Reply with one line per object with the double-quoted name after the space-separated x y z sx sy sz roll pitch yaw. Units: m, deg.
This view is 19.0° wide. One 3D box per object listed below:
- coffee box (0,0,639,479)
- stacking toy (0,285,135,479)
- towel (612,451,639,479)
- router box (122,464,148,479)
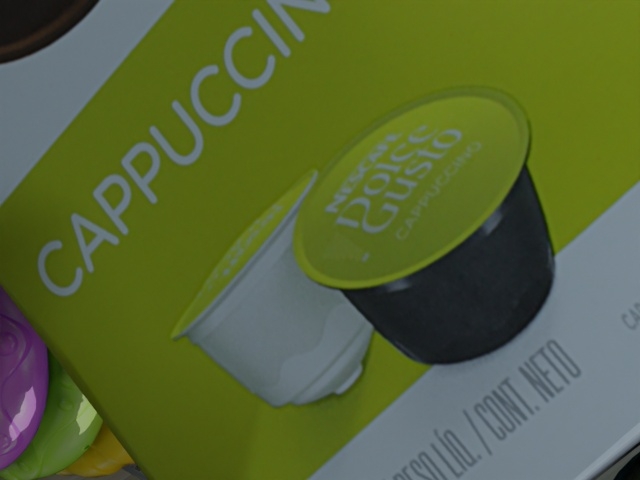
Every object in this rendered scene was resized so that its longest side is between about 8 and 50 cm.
0.076 -0.132 0.604 0.337 0.334 0.338 -44 168 28 "coffee box"
-0.128 0.043 0.798 0.165 0.175 0.302 -9 -177 39 "stacking toy"
0.214 0.012 0.646 0.271 0.040 0.370 -38 169 -4 "towel"
0.000 0.000 1.181 0.309 0.081 0.243 -52 -170 49 "router box"
